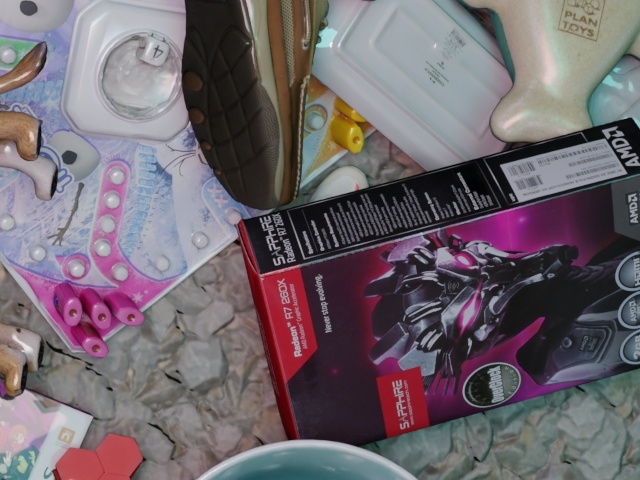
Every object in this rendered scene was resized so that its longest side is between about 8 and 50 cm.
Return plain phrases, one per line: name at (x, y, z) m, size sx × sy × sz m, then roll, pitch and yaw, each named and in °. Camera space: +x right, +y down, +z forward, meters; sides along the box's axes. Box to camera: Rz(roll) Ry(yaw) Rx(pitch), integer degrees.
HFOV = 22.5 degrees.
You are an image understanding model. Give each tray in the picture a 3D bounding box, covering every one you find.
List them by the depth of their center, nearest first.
tray at (0.103, -0.157, 1.499) m, size 0.270 × 0.030 × 0.145 m, roll 37°, pitch 80°, yaw -33°

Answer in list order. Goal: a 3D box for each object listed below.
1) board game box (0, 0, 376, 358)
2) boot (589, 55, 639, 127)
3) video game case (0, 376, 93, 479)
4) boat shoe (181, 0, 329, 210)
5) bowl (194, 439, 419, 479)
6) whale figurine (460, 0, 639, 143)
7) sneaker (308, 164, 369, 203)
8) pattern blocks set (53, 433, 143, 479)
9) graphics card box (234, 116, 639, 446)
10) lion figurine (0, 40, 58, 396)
board game box at (-0.158, -0.144, 1.415) m, size 0.390 × 0.050 × 0.390 m, roll -38°, pitch 121°, yaw -10°
boot at (0.258, -0.087, 1.562) m, size 0.258 × 0.095 × 0.123 m, roll -36°, pitch 82°, yaw -12°
video game case at (-0.351, 0.210, 1.452) m, size 0.232 × 0.042 × 0.210 m, roll 24°, pitch 82°, yaw -9°
boat shoe at (-0.045, -0.186, 1.358) m, size 0.120 × 0.122 × 0.324 m, roll -24°, pitch 121°, yaw -33°
bowl at (-0.026, 0.327, 1.447) m, size 0.311 × 0.163 × 0.311 m, roll 0°, pitch 89°, yaw -11°
whale figurine at (0.220, -0.201, 1.510) m, size 0.216 × 0.141 × 0.272 m, roll 14°, pitch 75°, yaw -12°
sneaker at (0.000, 0.000, 1.507) m, size 0.057 × 0.075 × 0.161 m, roll 36°, pitch 82°, yaw -7°
pattern blocks set at (-0.297, 0.283, 1.350) m, size 0.285 × 0.026 × 0.325 m, roll 15°, pitch 57°, yaw -10°
graphics card box at (0.128, 0.047, 1.448) m, size 0.371 × 0.094 × 0.233 m, roll -15°, pitch 127°, yaw -6°
lion figurine at (-0.348, 0.011, 1.322) m, size 0.240 × 0.142 × 0.392 m, roll 9°, pitch 108°, yaw -1°
